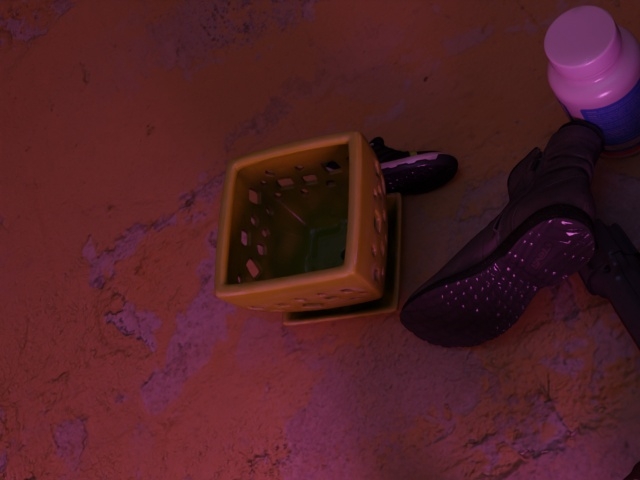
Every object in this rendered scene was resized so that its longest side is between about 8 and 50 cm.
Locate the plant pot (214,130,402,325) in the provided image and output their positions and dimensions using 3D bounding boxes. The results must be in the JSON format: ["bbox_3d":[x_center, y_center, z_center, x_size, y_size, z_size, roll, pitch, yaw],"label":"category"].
[{"bbox_3d":[0.000,0.000,1.446,0.228,0.207,0.227,-10,62,27],"label":"plant pot"}]

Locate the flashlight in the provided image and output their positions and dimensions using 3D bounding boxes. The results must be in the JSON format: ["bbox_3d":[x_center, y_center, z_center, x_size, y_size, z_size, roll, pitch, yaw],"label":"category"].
[{"bbox_3d":[0.407,0.119,1.215,0.103,0.103,0.304,-53,42,32],"label":"flashlight"}]

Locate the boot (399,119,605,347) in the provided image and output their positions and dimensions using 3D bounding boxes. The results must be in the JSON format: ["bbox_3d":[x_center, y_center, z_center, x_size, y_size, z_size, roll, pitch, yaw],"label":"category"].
[{"bbox_3d":[0.256,-0.002,1.352,0.338,0.118,0.223,-36,23,40],"label":"boot"}]

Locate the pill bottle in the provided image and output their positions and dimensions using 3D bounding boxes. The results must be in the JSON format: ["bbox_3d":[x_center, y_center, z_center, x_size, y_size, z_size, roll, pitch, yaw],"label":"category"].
[{"bbox_3d":[0.374,-0.210,1.311,0.124,0.221,0.124,-13,61,25],"label":"pill bottle"}]

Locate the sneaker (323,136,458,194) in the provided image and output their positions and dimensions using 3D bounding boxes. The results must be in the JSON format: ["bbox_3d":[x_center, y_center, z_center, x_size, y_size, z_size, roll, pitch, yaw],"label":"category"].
[{"bbox_3d":[0.098,-0.124,1.525,0.234,0.084,0.097,-9,62,28],"label":"sneaker"}]

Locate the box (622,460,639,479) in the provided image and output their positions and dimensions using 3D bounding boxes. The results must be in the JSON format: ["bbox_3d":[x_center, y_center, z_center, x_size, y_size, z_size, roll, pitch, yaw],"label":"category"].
[{"bbox_3d":[0.410,0.320,0.981,0.167,0.168,0.203,-9,92,37],"label":"box"}]
